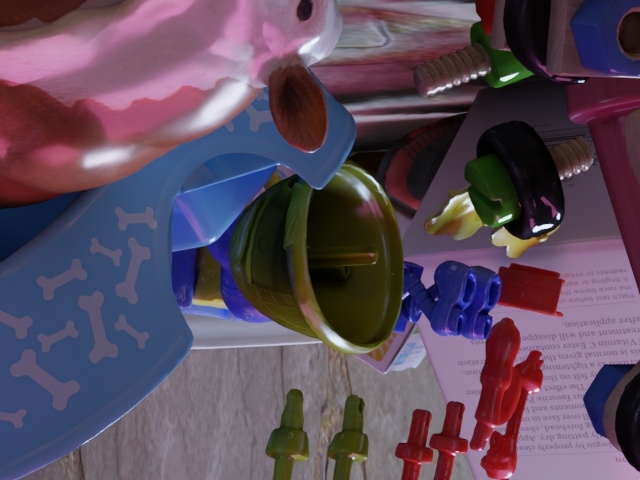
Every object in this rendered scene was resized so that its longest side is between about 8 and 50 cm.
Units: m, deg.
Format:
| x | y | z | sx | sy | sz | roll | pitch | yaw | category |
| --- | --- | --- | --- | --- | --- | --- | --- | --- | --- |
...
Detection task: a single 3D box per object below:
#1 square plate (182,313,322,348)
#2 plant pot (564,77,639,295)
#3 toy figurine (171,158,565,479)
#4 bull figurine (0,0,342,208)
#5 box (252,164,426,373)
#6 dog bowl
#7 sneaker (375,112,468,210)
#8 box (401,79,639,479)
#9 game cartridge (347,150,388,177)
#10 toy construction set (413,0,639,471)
| x | y | z | sx | sy | sz | roll | pitch | yaw | category |
| --- | --- | --- | --- | --- | --- | --- | --- | --- | --- |
| -0.065 | 0.003 | 1.847 | 0.347 | 0.049 | 0.344 | -3 | -156 | -14 | square plate |
| 0.240 | -0.038 | 1.081 | 0.201 | 0.180 | 0.201 | -5 | 178 | 0 | plant pot |
| -0.029 | 0.044 | 1.065 | 0.217 | 0.191 | 0.362 | 11 | -179 | 25 | toy figurine |
| -0.135 | -0.064 | 0.726 | 0.188 | 0.101 | 0.310 | 2 | 172 | -37 | bull figurine |
| 0.000 | 0.000 | 1.410 | 0.203 | 0.103 | 0.114 | 31 | -174 | 12 | box |
| -0.103 | -0.009 | 0.841 | 0.166 | 0.074 | 0.297 | -10 | -152 | 38 | dog bowl |
| 0.180 | -0.060 | 1.520 | 0.276 | 0.098 | 0.135 | -6 | 179 | -16 | sneaker |
| 0.204 | 0.084 | 1.347 | 0.168 | 0.345 | 0.215 | -5 | -147 | 27 | box |
| 0.168 | -0.034 | 1.738 | 0.285 | 0.053 | 0.324 | -4 | -167 | -1 | game cartridge |
| 0.218 | -0.050 | 0.849 | 0.237 | 0.257 | 0.309 | -21 | 171 | -12 | toy construction set |
